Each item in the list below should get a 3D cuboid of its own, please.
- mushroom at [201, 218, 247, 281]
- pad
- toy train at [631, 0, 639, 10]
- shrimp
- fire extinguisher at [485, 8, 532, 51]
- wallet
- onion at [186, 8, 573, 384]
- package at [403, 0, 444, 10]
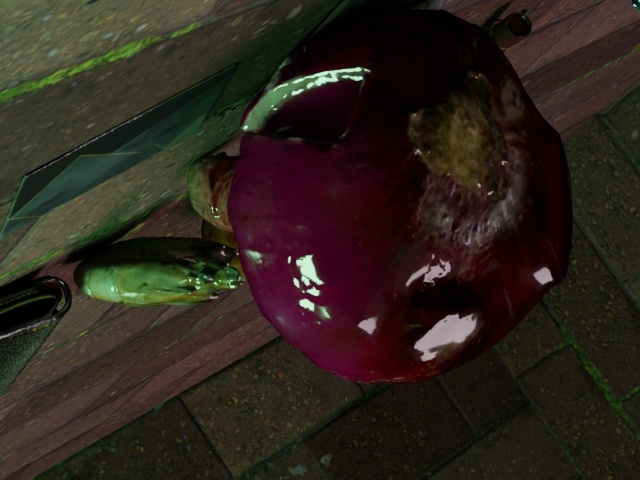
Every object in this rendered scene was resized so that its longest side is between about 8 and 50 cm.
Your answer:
[{"bbox_3d":[-0.012,-0.031,2.112,0.267,0.254,0.267,-45,-164,17],"label":"mushroom"},{"bbox_3d":[-0.195,-0.084,1.617,0.243,0.004,0.163,-32,173,-26],"label":"pad"},{"bbox_3d":[0.302,-0.306,1.206,0.265,0.300,0.188,-14,163,-31],"label":"toy train"},{"bbox_3d":[-0.164,0.033,1.906,0.254,0.059,0.145,-2,-160,32],"label":"shrimp"},{"bbox_3d":[0.228,-0.263,2.221,0.132,0.039,0.056,-31,-141,61],"label":"fire extinguisher"},{"bbox_3d":[-0.419,0.143,1.875,0.262,0.071,0.221,-21,167,-37],"label":"wallet"},{"bbox_3d":[0.029,-0.031,1.766,0.420,0.398,0.398,-12,-171,40],"label":"onion"},{"bbox_3d":[0.106,-0.251,1.846,0.110,0.015,0.037,-29,166,-48],"label":"package"}]
